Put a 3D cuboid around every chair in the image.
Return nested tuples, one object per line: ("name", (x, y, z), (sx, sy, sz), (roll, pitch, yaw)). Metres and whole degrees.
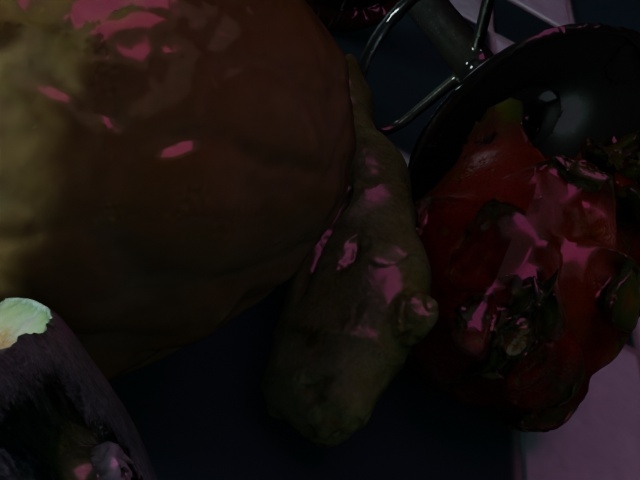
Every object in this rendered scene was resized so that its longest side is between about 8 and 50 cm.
("chair", (0.089, -0.203, 1.076), (0.226, 0.227, 0.401), (7, 39, -36))

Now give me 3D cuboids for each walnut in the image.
("walnut", (-0.129, -0.060, 0.641), (0.285, 0.285, 0.296), (6, 2, -37))

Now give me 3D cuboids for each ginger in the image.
("ginger", (0.001, -0.003, 0.803), (0.089, 0.137, 0.290), (57, 9, -48))

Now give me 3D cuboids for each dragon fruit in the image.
("dragon fruit", (0.160, 0.004, 0.856), (0.198, 0.269, 0.200), (61, -13, -15))

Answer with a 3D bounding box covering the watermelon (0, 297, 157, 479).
("watermelon", (-0.100, 0.136, 0.422), (0.188, 0.175, 0.322), (44, 17, -18))
